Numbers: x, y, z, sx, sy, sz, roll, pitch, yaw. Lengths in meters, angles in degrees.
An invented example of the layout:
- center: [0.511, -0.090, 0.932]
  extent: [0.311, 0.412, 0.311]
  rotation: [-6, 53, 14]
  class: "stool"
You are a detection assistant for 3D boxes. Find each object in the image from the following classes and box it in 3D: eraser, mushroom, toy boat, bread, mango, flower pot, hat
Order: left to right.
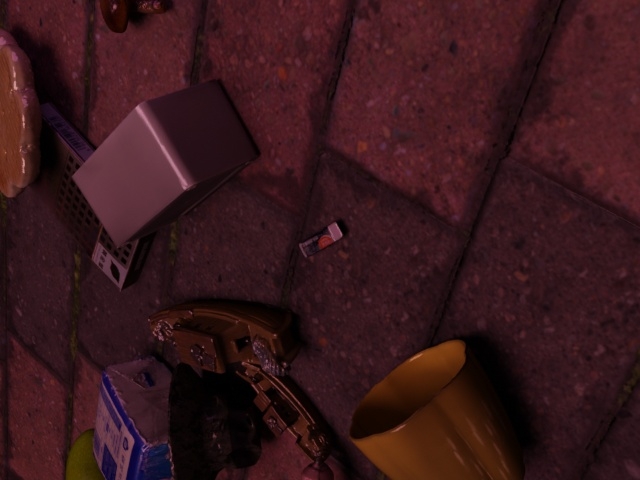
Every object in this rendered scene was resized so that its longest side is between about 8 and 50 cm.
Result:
- center: [-0.570, -0.231, 1.560]
  extent: [0.316, 0.054, 0.316]
  rotation: [15, 109, 53]
  class: "bread"
- center: [-0.440, 0.563, 1.797]
  extent: [0.192, 0.156, 0.343]
  rotation: [-19, 91, 31]
  class: "mango"
- center: [-0.289, -0.359, 1.283]
  extent: [0.129, 0.073, 0.088]
  rotation: [8, 84, 37]
  class: "mushroom"
- center: [-0.171, 0.157, 1.390]
  extent: [0.321, 0.121, 0.089]
  rotation: [5, 118, 40]
  class: "toy boat"
- center: [-0.166, 0.322, 1.444]
  extent: [0.128, 0.265, 0.265]
  rotation: [-7, 110, 2]
  class: "hat"
- center: [-0.060, 0.276, 1.379]
  extent: [0.206, 0.072, 0.064]
  rotation: [46, 131, 15]
  class: "toy boat"
- center: [0.000, 0.000, 1.231]
  extent: [0.099, 0.019, 0.027]
  rotation: [-30, 88, 44]
  class: "eraser"
- center: [0.164, 0.255, 1.103]
  extent: [0.179, 0.195, 0.195]
  rotation: [51, 136, -7]
  class: "flower pot"

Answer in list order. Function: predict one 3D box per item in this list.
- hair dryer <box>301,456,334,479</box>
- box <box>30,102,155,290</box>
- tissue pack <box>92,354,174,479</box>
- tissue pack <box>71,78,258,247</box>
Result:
- center: [-0.009, 0.504, 1.373]
  extent: [0.125, 0.210, 0.352]
  rotation: [4, 101, -2]
  class: "hair dryer"
- center: [-0.429, -0.081, 1.558]
  extent: [0.325, 0.047, 0.180]
  rotation: [46, 134, 17]
  class: "box"
- center: [-0.334, 0.377, 1.622]
  extent: [0.209, 0.137, 0.270]
  rotation: [47, 138, 32]
  class: "tissue pack"
- center: [-0.237, -0.111, 1.293]
  extent: [0.246, 0.159, 0.136]
  rotation: [-31, 89, 45]
  class: "tissue pack"
